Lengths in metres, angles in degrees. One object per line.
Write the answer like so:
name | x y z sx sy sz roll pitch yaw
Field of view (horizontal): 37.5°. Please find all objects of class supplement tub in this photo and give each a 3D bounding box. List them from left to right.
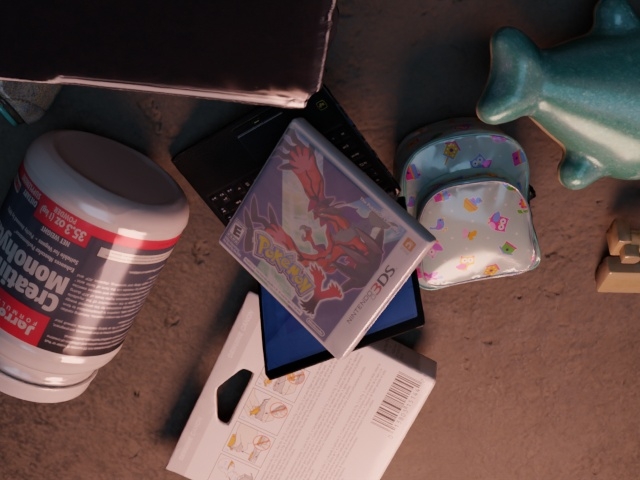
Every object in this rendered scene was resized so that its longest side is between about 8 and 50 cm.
supplement tub | -0.287 0.029 1.078 0.191 0.191 0.272 26 109 -13

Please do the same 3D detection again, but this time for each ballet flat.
ballet flat | -0.396 -0.266 1.009 0.106 0.107 0.316 -44 115 -6

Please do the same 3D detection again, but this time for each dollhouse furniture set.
dollhouse furniture set | 0.426 -0.024 1.173 0.144 0.123 0.151 1 148 -3

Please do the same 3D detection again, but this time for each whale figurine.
whale figurine | 0.306 -0.157 1.019 0.272 0.141 0.216 8 101 -24

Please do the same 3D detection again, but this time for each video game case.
video game case | 0.000 0.000 1.018 0.201 0.023 0.183 44 120 16

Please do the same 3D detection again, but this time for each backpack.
backpack | 0.167 -0.044 1.094 0.166 0.144 0.188 -10 104 5

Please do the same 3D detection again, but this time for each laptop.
laptop | -0.034 -0.006 1.060 0.234 0.136 0.264 -24 114 33

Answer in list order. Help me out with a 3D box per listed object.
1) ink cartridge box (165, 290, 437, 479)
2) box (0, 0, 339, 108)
ink cartridge box | -0.028 0.231 1.244 0.261 0.066 0.296 27 110 0
box | -0.232 -0.362 0.712 0.480 0.471 0.297 3 129 -10
